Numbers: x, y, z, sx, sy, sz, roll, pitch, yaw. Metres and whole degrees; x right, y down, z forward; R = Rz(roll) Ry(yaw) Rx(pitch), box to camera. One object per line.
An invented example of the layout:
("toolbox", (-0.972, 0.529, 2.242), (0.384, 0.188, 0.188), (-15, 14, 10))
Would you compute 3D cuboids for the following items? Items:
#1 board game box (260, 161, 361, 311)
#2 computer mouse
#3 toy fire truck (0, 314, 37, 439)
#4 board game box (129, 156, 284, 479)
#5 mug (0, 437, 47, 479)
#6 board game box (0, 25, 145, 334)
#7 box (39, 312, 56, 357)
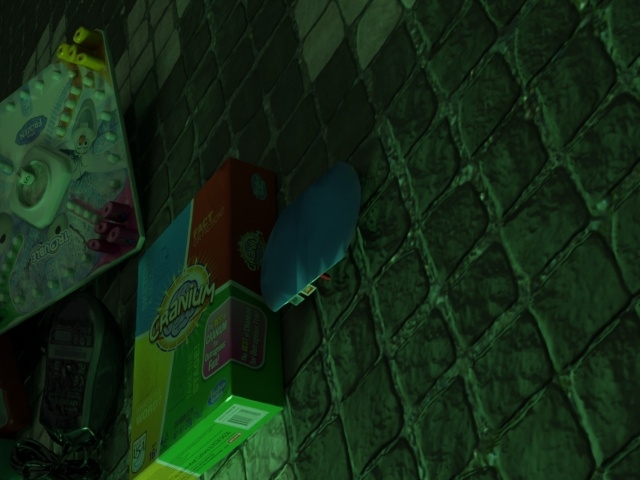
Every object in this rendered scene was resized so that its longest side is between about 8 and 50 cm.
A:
("board game box", (0.000, 0.000, 1.186), (0.168, 0.033, 0.133), (-39, 36, 37))
("computer mouse", (-0.333, 0.208, 1.601), (0.188, 0.072, 0.272), (6, 84, 42))
("toy fire truck", (-0.594, 0.242, 1.983), (0.302, 0.169, 0.254), (-36, 63, 46))
("board game box", (-0.135, 0.098, 1.328), (0.242, 0.064, 0.316), (-44, 38, 41))
("mug", (-0.458, 0.361, 1.701), (0.158, 0.097, 0.129), (138, 141, -66))
("board game box", (-0.455, -0.089, 1.824), (0.390, 0.050, 0.390), (-29, 63, 30))
("box", (-0.425, 0.158, 1.858), (0.083, 0.018, 0.067), (21, 91, 62))
